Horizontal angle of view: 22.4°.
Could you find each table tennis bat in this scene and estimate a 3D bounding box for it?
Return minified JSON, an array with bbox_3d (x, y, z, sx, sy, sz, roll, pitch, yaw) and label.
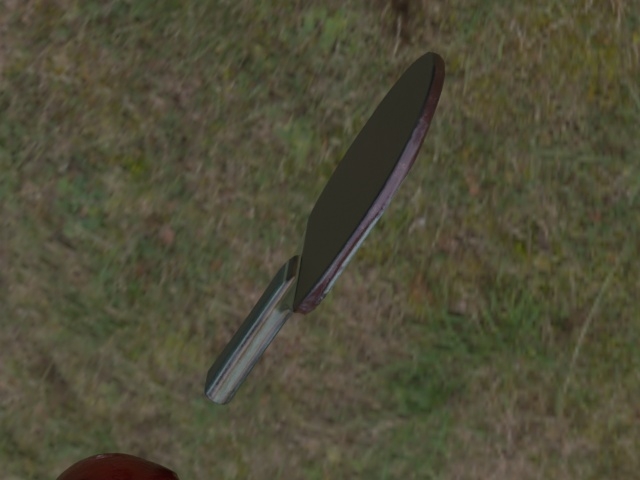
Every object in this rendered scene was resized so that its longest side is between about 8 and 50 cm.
[{"bbox_3d":[0.000,0.000,1.104,0.022,0.173,0.301,29,117,-11],"label":"table tennis bat"}]

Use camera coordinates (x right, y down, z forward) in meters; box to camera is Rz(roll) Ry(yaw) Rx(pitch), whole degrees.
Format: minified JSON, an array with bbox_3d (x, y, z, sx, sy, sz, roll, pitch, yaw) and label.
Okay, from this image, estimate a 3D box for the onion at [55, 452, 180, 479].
[{"bbox_3d":[-0.129,0.201,1.018,0.131,0.131,0.131,4,118,8],"label":"onion"}]
